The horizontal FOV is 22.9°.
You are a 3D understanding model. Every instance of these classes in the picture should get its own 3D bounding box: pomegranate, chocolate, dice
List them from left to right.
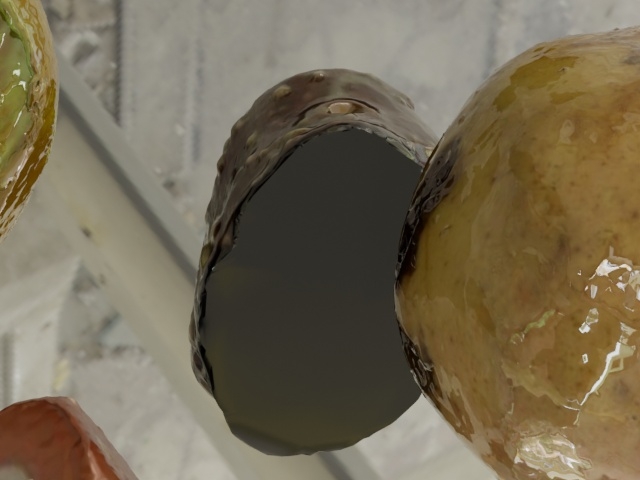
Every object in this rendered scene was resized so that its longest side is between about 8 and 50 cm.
[{"bbox_3d":[-0.215,0.250,1.295,0.174,0.175,0.179,-41,131,-4],"label":"dice"},{"bbox_3d":[0.000,0.000,1.388,0.225,0.210,0.340,7,123,-13],"label":"chocolate"},{"bbox_3d":[0.189,0.024,0.853,0.322,0.322,0.322,-26,137,-27],"label":"pomegranate"}]

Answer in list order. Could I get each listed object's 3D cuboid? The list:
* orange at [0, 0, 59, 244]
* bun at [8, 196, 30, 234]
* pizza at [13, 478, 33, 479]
[{"bbox_3d":[-0.306,-0.065,1.001,0.334,0.262,0.196,-50,157,-1],"label":"orange"},{"bbox_3d":[-0.388,-0.080,1.369,0.299,0.165,0.299,-3,104,-13],"label":"bun"},{"bbox_3d":[-0.150,0.178,0.544,0.127,0.058,0.246,15,115,-3],"label":"pizza"}]
